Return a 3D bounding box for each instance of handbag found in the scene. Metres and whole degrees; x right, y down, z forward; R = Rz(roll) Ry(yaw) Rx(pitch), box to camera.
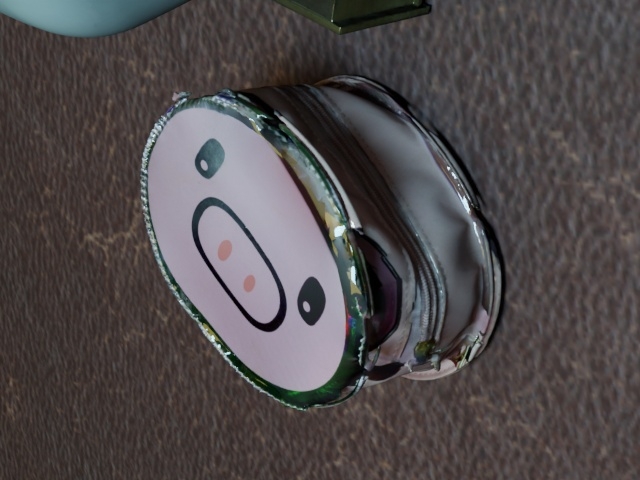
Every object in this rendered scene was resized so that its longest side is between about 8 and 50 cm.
[{"bbox_3d":[-0.001,0.001,0.882,0.205,0.116,0.179,56,141,15],"label":"handbag"}]

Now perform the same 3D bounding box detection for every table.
[{"bbox_3d":[0.012,-0.168,0.816,0.083,0.070,0.082,34,129,36],"label":"table"}]

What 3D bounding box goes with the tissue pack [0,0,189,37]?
[{"bbox_3d":[-0.062,-0.239,0.653,0.229,0.333,0.236,36,154,32],"label":"tissue pack"}]
